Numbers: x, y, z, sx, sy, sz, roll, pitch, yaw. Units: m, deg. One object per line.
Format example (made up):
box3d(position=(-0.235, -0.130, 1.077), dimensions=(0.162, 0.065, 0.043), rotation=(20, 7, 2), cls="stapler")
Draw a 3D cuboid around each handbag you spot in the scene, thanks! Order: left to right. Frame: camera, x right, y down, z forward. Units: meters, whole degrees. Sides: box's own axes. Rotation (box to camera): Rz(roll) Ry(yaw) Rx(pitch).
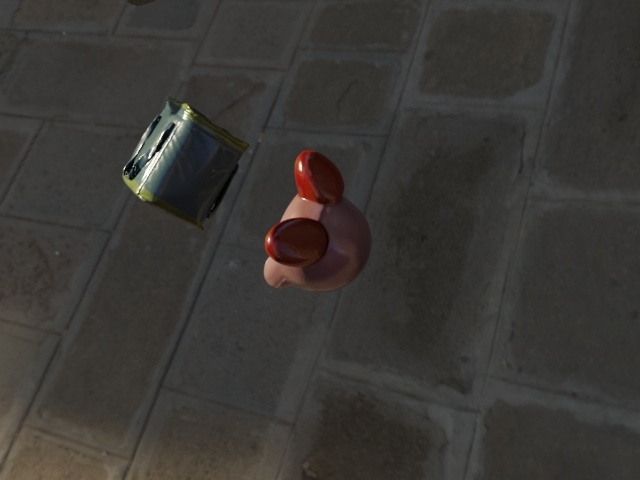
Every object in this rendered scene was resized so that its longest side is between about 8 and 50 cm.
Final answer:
box3d(position=(-0.324, -0.185, 1.582), dimensions=(0.241, 0.222, 0.263), rotation=(-57, 31, 3), cls="handbag")

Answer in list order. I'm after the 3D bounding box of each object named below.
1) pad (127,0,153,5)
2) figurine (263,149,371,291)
box3d(position=(-0.038, -0.399, 0.745), dimensions=(0.375, 0.063, 0.315), rotation=(-18, 52, 17), cls="pad")
box3d(position=(0.006, -0.002, 1.409), dimensions=(0.211, 0.261, 0.270), rotation=(19, 59, 1), cls="figurine")
